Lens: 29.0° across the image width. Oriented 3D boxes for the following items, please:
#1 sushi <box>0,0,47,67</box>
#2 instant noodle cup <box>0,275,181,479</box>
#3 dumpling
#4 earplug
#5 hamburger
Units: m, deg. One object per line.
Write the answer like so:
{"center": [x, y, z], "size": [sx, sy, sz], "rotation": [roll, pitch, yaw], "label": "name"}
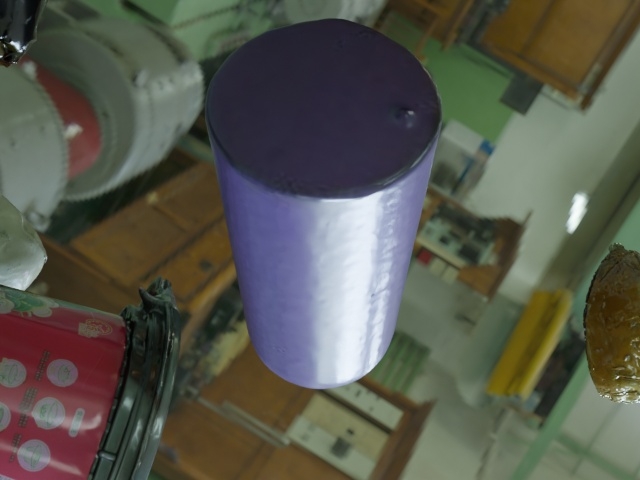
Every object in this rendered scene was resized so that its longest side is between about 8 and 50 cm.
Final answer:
{"center": [-0.312, -0.228, 1.006], "size": [0.200, 0.213, 0.204], "rotation": [-49, 158, -12], "label": "sushi"}
{"center": [-0.235, 0.136, 0.915], "size": [0.258, 0.181, 0.302], "rotation": [-49, -155, 47], "label": "instant noodle cup"}
{"center": [-0.312, 0.019, 1.078], "size": [0.136, 0.118, 0.199], "rotation": [-51, 172, -30], "label": "dumpling"}
{"center": [0.000, 0.000, 1.291], "size": [0.215, 0.215, 0.456], "rotation": [-55, 162, -30], "label": "earplug"}
{"center": [0.339, 0.092, 1.324], "size": [0.102, 0.087, 0.176], "rotation": [-173, -94, -69], "label": "hamburger"}
